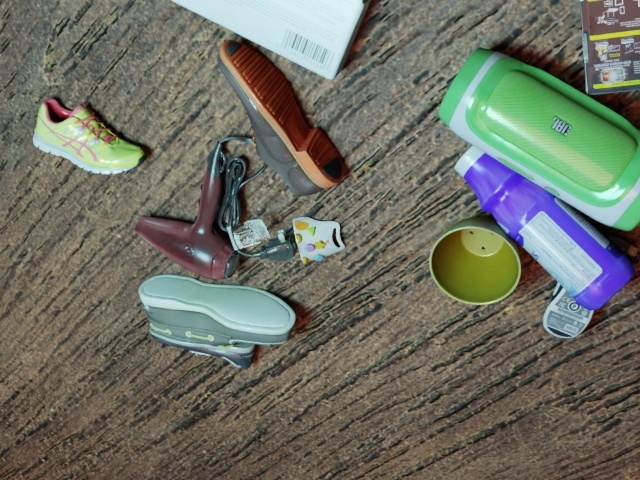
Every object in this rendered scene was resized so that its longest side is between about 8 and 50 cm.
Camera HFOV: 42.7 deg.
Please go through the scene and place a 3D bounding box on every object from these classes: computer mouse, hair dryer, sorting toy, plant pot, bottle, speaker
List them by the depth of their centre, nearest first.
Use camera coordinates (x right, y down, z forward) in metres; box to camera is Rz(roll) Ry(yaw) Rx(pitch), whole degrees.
[{"bbox_3d":[0.310,-0.136,1.089,0.296,0.131,0.131,33,125,11],"label":"speaker"},{"bbox_3d":[0.311,-0.028,1.160,0.092,0.118,0.283,-46,79,10],"label":"bottle"},{"bbox_3d":[0.240,0.017,1.244,0.134,0.095,0.134,9,121,15],"label":"plant pot"},{"bbox_3d":[0.399,0.064,1.251,0.106,0.042,0.193,23,119,0],"label":"computer mouse"},{"bbox_3d":[0.000,0.000,1.361,0.075,0.045,0.083,-14,115,5],"label":"sorting toy"},{"bbox_3d":[-0.187,-0.043,1.395,0.293,0.080,0.224,-17,97,21],"label":"hair dryer"}]

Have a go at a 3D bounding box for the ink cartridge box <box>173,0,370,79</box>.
[{"bbox_3d":[-0.056,-0.389,1.132,0.275,0.060,0.239,27,124,3],"label":"ink cartridge box"}]

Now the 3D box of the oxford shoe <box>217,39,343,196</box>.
[{"bbox_3d":[-0.081,-0.176,1.248,0.098,0.097,0.271,-25,109,36],"label":"oxford shoe"}]

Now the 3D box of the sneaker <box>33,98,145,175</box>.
[{"bbox_3d":[-0.389,-0.176,1.366,0.208,0.081,0.094,18,122,9],"label":"sneaker"}]

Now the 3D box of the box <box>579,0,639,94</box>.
[{"bbox_3d":[0.457,-0.301,1.000,0.270,0.060,0.216,-3,119,22],"label":"box"}]

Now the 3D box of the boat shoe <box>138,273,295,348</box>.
[{"bbox_3d":[-0.183,0.138,1.465,0.305,0.109,0.091,11,123,21],"label":"boat shoe"}]

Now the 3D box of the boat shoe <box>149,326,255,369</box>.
[{"bbox_3d":[-0.223,0.198,1.533,0.206,0.075,0.065,10,119,9],"label":"boat shoe"}]
